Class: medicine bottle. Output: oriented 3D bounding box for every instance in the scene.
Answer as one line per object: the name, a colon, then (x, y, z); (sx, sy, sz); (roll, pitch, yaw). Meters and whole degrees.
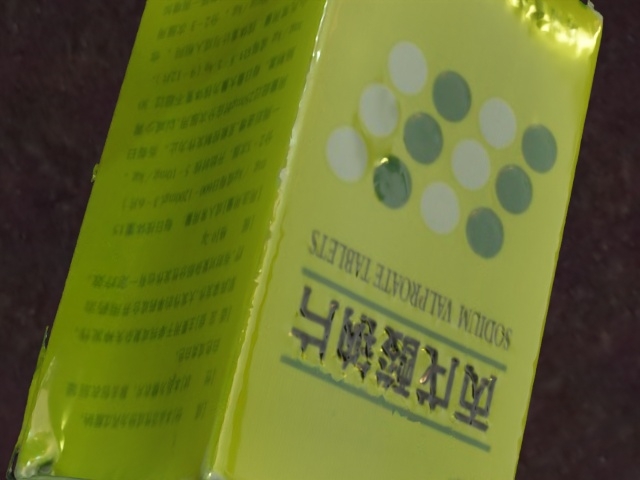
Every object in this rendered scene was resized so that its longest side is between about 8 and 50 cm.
medicine bottle: (0.000, 0.000, 0.550); (0.137, 0.250, 0.141); (28, 156, -36)
